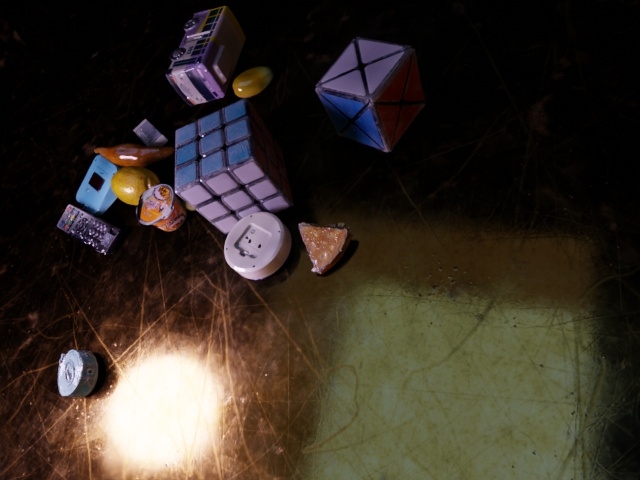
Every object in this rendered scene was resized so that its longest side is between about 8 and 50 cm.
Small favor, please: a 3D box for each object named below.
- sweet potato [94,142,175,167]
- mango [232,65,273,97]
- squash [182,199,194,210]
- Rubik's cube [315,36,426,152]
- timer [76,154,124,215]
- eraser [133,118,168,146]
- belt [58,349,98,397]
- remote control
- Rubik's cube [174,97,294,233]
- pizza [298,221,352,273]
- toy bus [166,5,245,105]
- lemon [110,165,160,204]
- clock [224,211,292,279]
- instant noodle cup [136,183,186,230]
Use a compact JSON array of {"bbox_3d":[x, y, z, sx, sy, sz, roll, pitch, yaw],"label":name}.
[{"bbox_3d":[-0.844,-0.386,1.847,0.358,0.112,0.112,5,62,-3],"label":"sweet potato"},{"bbox_3d":[-0.300,-0.709,1.812,0.194,0.092,0.130,-23,55,5],"label":"mango"},{"bbox_3d":[-0.531,-0.214,1.636,0.095,0.095,0.188,-36,59,1],"label":"squash"},{"bbox_3d":[0.177,-0.502,1.394,0.260,0.259,0.255,29,76,32],"label":"Rubik's cube"},{"bbox_3d":[-1.015,-0.251,1.900,0.231,0.091,0.250,31,90,32],"label":"timer"},{"bbox_3d":[-0.818,-0.504,1.951,0.092,0.046,0.212,-46,56,-5],"label":"eraser"},{"bbox_3d":[-0.839,0.460,1.414,0.147,0.082,0.163,-24,59,22],"label":"belt"},{"bbox_3d":[-0.998,-0.051,1.767,0.398,0.062,0.145,22,80,29],"label":"remote control"},{"bbox_3d":[-0.304,-0.251,1.439,0.300,0.304,0.305,-22,55,11],"label":"Rubik's cube"},{"bbox_3d":[0.000,0.000,1.320,0.195,0.052,0.185,39,90,30],"label":"pizza"},{"bbox_3d":[-0.529,-0.874,1.933,0.249,0.209,0.440,0,62,22],"label":"toy bus"},{"bbox_3d":[-0.779,-0.233,1.717,0.207,0.170,0.170,15,70,25],"label":"lemon"},{"bbox_3d":[-0.214,0.016,1.387,0.230,0.083,0.231,-11,60,20],"label":"clock"},{"bbox_3d":[-0.612,-0.114,1.601,0.177,0.125,0.208,-41,55,-3],"label":"instant noodle cup"}]
